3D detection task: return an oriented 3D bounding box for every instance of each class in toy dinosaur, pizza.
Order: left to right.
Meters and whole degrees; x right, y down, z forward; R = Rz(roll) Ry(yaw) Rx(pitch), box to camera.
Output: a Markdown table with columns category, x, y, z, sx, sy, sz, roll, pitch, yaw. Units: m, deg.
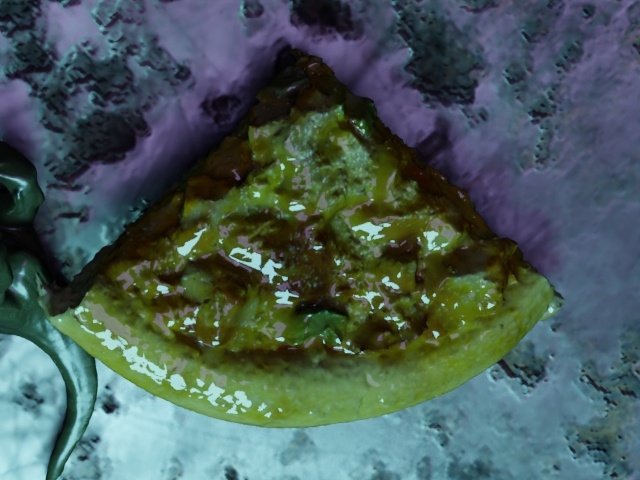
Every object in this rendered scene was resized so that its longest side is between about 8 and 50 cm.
| category | x | y | z | sx | sy | sz | roll | pitch | yaw |
| --- | --- | --- | --- | --- | --- | --- | --- | --- | --- |
| toy dinosaur | -0.201 | 0.029 | 1.047 | 0.187 | 0.087 | 0.179 | 16 | 141 | 2 |
| pizza | 0.000 | 0.000 | 1.029 | 0.292 | 0.058 | 0.197 | 3 | 92 | -21 |
